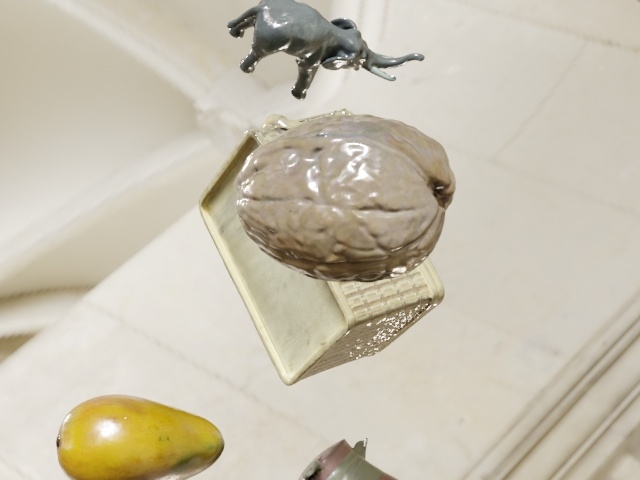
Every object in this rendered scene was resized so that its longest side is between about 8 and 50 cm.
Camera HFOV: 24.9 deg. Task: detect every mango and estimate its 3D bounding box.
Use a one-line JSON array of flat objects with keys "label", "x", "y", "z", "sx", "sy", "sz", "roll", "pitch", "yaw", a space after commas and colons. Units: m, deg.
[{"label": "mango", "x": -0.165, "y": 0.185, "z": 1.307, "sx": 0.111, "sy": 0.089, "sz": 0.163, "roll": 6, "pitch": -5, "yaw": 30}]

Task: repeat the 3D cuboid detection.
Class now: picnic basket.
[{"label": "picnic basket", "x": 0.000, "y": 0.000, "z": 1.935, "sx": 0.313, "sy": 0.175, "sz": 0.228, "roll": 63, "pitch": -34, "yaw": 15}]

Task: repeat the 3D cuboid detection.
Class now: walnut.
[{"label": "walnut", "x": 0.018, "y": -0.043, "z": 1.461, "sx": 0.230, "sy": 0.178, "sz": 0.178, "roll": 7, "pitch": -42, "yaw": 20}]

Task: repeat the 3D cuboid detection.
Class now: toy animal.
[{"label": "toy animal", "x": -0.004, "y": -0.263, "z": 2.026, "sx": 0.269, "sy": 0.082, "sz": 0.137, "roll": 17, "pitch": -31, "yaw": -21}]

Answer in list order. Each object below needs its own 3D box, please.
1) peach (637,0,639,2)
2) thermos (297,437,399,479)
[{"label": "peach", "x": 0.369, "y": -0.315, "z": 1.344, "sx": 0.252, "sy": 0.252, "sz": 0.252, "roll": 37, "pitch": -29, "yaw": 24}, {"label": "thermos", "x": 0.076, "y": 0.365, "z": 1.732, "sx": 0.265, "sy": 0.176, "sz": 0.146, "roll": 44, "pitch": -36, "yaw": 4}]
